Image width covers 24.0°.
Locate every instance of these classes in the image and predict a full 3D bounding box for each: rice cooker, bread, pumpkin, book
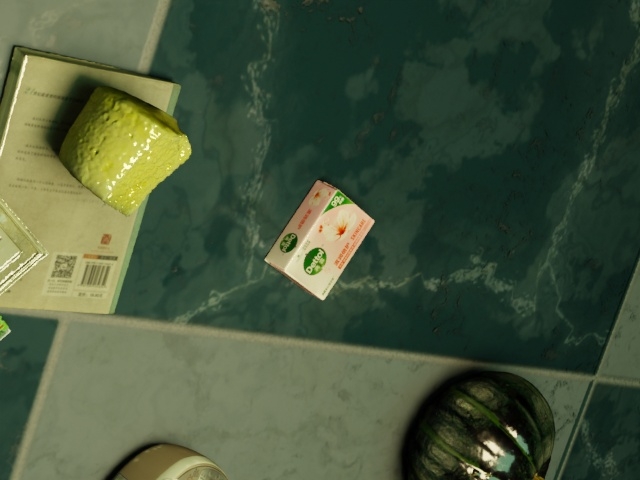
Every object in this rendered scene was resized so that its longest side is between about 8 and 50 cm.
[{"bbox_3d":[-0.201,0.343,1.818,0.206,0.127,0.145,-50,132,-7],"label":"rice cooker"},{"bbox_3d":[-0.210,-0.099,1.582,0.114,0.111,0.129,-54,159,-2],"label":"bread"},{"bbox_3d":[0.238,0.309,2.119,0.250,0.216,0.250,-47,158,-26],"label":"pumpkin"},{"bbox_3d":[-0.274,-0.056,1.644,0.215,0.025,0.283,9,104,-43],"label":"book"}]

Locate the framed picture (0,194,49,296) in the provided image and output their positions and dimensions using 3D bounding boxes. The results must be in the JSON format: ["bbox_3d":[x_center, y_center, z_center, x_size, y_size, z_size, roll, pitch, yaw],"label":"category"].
[{"bbox_3d":[-0.405,-0.008,1.543,0.173,0.010,0.231,-43,126,-10],"label":"framed picture"}]

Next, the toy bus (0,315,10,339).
[{"bbox_3d":[-0.378,0.110,1.627,0.083,0.031,0.037,-43,140,-17],"label":"toy bus"}]

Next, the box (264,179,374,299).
[{"bbox_3d":[0.000,0.000,1.887,0.089,0.043,0.125,37,84,-43],"label":"box"}]
